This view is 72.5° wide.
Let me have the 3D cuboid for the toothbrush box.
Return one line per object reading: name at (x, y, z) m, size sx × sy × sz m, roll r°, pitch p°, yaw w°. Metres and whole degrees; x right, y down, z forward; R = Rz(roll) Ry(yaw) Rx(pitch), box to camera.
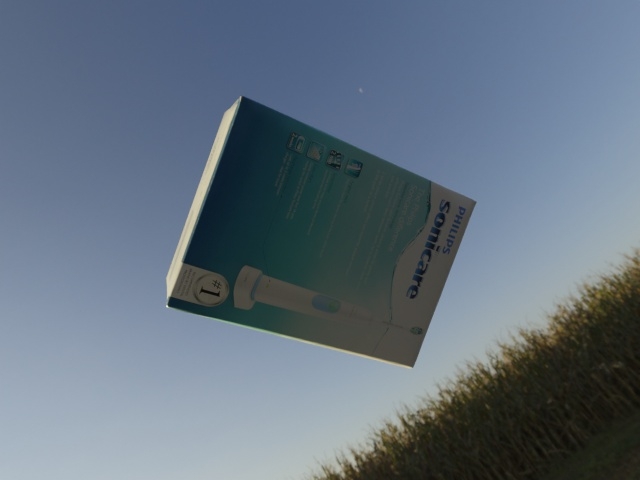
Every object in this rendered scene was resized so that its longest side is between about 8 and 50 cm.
toothbrush box at (0.000, 0.000, 0.511) m, size 0.296 × 0.126 × 0.216 m, roll 18°, pitch -87°, yaw -20°
